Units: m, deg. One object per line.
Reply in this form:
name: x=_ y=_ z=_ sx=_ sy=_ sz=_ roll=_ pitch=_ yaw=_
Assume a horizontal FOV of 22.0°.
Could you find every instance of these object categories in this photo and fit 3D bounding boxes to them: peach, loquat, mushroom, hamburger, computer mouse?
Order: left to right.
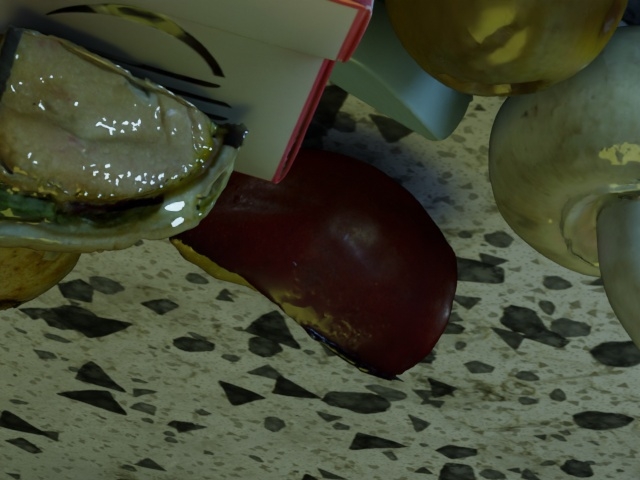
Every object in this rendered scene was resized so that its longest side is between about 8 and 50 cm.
hamburger: x=-0.172 y=-0.052 z=1.229 sx=0.208 sy=0.155 sz=0.135 roll=16 pitch=160 yaw=-22
peach: x=0.000 y=0.000 z=1.839 sx=0.362 sy=0.201 sz=0.258 roll=33 pitch=178 yaw=-10
computer mouse: x=0.065 y=-0.190 z=1.542 sx=0.231 sy=0.127 sz=0.079 roll=27 pitch=154 yaw=-27
loquat: x=0.157 y=-0.223 z=1.391 sx=0.213 sy=0.213 sz=0.213 roll=9 pitch=151 yaw=5
mushroom: x=0.334 y=-0.066 z=1.546 sx=0.315 sy=0.315 sz=0.356 roll=33 pitch=179 yaw=-33

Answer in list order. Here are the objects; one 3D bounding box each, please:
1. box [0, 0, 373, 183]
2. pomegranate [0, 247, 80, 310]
box: x=-0.112 y=-0.267 z=1.277 sx=0.314 sy=0.312 sz=0.300 roll=16 pitch=152 yaw=-7
pomegranate: x=-0.390 y=-0.043 z=1.866 sx=0.260 sy=0.260 sz=0.260 roll=9 pitch=151 yaw=5
